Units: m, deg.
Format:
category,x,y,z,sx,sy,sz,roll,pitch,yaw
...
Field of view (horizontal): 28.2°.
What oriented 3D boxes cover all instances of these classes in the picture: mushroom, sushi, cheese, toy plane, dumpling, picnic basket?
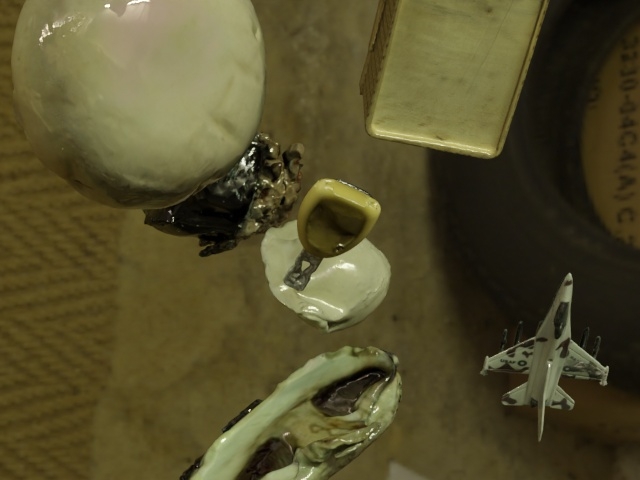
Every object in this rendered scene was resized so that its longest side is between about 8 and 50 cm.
category,x,y,z,sx,sy,sz,roll,pitch,yaw
mushroom,-0.199,-0.216,1.489,0.315,0.315,0.356,45,37,-33
sushi,-0.140,-0.075,1.989,0.218,0.238,0.225,32,83,-26
cheese,0.000,-0.001,1.480,0.086,0.162,0.036,22,39,-14
mushroom,-0.024,0.279,1.677,0.344,0.247,0.130,-45,117,-39
toy plane,0.283,0.130,1.571,0.082,0.160,0.234,-85,-179,-66
dumpling,0.004,0.039,1.834,0.193,0.147,0.258,40,33,0
picnic basket,0.199,-0.310,1.920,0.175,0.228,0.313,-91,-167,-59
